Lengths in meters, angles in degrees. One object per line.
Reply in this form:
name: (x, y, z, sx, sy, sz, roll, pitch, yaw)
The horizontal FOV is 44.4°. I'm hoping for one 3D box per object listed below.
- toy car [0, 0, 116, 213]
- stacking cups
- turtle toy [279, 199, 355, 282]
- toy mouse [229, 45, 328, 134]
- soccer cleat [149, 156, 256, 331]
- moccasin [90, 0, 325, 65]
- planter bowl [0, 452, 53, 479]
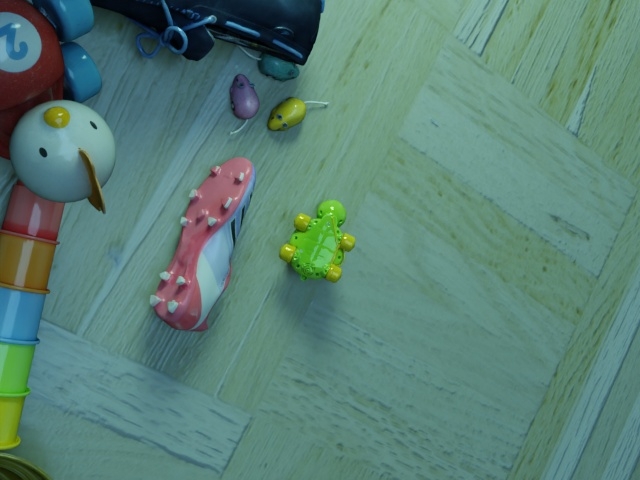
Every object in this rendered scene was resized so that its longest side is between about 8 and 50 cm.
toy car: (-0.300, -0.130, 0.856, 0.238, 0.210, 0.219, 43, 61, 16)
stacking cups: (-0.369, 0.088, 0.951, 0.096, 0.096, 0.316, 17, 87, -26)
turtle toy: (0.000, 0.000, 1.137, 0.095, 0.066, 0.130, 25, 81, -2)
toy mouse: (-0.076, -0.218, 1.099, 0.161, 0.031, 0.143, -35, 109, -19)
soccer cleat: (-0.147, 0.006, 1.071, 0.095, 0.083, 0.248, 39, 71, -54)
moccasin: (-0.150, -0.280, 0.983, 0.342, 0.138, 0.117, 1, 104, -22)
planter bowl: (-0.422, 0.340, 0.947, 0.217, 0.090, 0.217, -5, 102, -25)
